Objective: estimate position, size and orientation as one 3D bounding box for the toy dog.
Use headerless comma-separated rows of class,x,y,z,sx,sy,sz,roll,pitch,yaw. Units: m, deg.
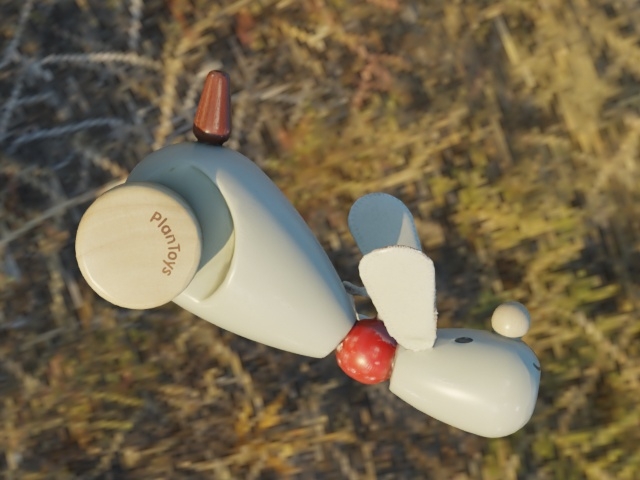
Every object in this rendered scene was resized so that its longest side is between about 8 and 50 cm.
toy dog,0.000,0.000,1.305,0.334,0.220,0.161,20,100,-23
